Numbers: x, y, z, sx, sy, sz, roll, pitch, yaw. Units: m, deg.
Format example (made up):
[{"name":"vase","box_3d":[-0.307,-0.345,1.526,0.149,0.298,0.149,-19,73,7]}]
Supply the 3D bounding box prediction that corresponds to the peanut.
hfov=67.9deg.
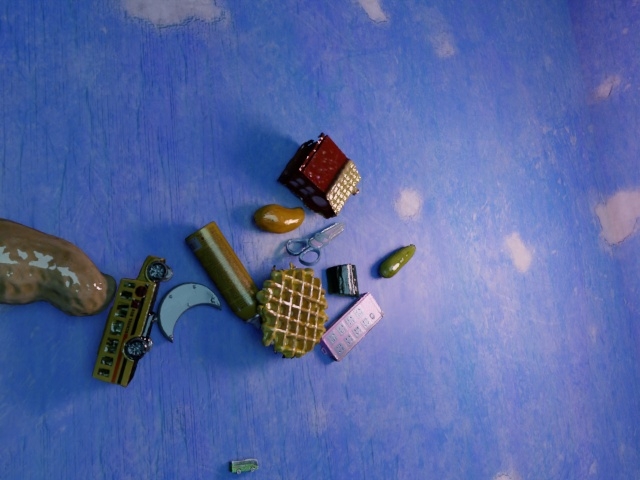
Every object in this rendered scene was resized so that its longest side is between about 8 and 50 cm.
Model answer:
[{"name":"peanut","box_3d":[-0.697,0.073,1.160,0.386,0.169,0.192,25,60,-24]}]

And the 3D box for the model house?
[{"name":"model house","box_3d":[0.016,-0.206,1.631,0.254,0.160,0.196,40,63,-18]}]

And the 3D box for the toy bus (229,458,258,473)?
[{"name":"toy bus","box_3d":[-0.224,0.659,1.390,0.083,0.031,0.037,6,67,-28]}]

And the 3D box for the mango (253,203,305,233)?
[{"name":"mango","box_3d":[-0.134,-0.071,1.568,0.190,0.075,0.098,-3,89,-36]}]

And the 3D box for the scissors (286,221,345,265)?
[{"name":"scissors","box_3d":[0.000,0.000,1.634,0.125,0.030,0.256,35,46,24]}]

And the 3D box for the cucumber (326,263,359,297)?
[{"name":"cucumber","box_3d":[0.086,0.143,1.655,0.116,0.062,0.115,1,75,-31]}]

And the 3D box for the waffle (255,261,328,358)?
[{"name":"waffle","box_3d":[-0.074,0.214,1.492,0.329,0.062,0.330,16,69,-47]}]

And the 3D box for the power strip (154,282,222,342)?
[{"name":"power strip","box_3d":[-0.401,0.200,1.376,0.215,0.044,0.137,-31,95,-31]}]

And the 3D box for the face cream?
[{"name":"face cream","box_3d":[-0.268,0.114,1.434,0.105,0.105,0.349,-36,98,-30]}]

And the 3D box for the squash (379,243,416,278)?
[{"name":"squash","box_3d":[0.292,0.074,1.781,0.201,0.066,0.066,-37,98,-30]}]

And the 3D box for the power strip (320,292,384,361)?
[{"name":"power strip","box_3d":[0.108,0.296,1.647,0.279,0.037,0.109,-39,99,-30]}]

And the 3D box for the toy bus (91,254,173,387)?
[{"name":"toy bus","box_3d":[-0.491,0.202,1.254,0.122,0.121,0.336,15,82,-10]}]
